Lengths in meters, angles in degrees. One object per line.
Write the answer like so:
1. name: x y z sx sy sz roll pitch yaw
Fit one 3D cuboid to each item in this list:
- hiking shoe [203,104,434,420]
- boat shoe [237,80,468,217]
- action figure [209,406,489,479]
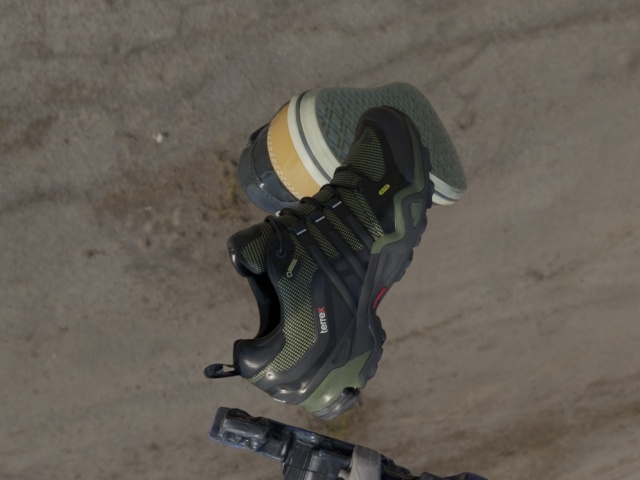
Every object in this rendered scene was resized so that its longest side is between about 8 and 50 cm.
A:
1. hiking shoe: 0.000 0.000 0.585 0.114 0.226 0.086 22 163 -19
2. boat shoe: 0.062 -0.110 1.176 0.156 0.186 0.500 -27 172 29
3. action figure: 0.048 0.249 0.642 0.341 0.178 0.330 17 172 9
